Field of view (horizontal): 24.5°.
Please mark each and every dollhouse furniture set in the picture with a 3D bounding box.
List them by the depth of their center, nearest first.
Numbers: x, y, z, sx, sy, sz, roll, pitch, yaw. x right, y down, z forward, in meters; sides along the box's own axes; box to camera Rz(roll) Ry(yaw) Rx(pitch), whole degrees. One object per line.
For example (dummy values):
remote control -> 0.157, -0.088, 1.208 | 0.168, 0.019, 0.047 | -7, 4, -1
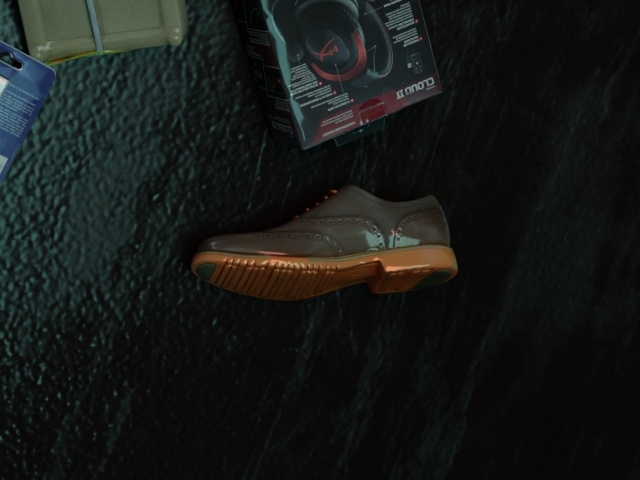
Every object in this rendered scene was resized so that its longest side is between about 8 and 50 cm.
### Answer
dollhouse furniture set -> -0.274, -0.381, 1.771 | 0.197, 0.151, 0.301 | -7, 124, -3

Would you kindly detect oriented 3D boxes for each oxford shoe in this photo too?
oxford shoe -> 0.000, 0.000, 1.984 | 0.363, 0.130, 0.133 | -1, 70, -19

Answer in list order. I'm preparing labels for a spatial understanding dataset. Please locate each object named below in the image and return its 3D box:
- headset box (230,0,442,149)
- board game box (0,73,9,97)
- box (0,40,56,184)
headset box -> 0.017, -0.267, 1.911 | 0.218, 0.110, 0.293 | -24, 111, -18
board game box -> -0.559, -0.130, 1.654 | 0.302, 0.086, 0.308 | 31, 88, -19
box -> -0.425, -0.135, 1.771 | 0.136, 0.036, 0.225 | 28, 90, -28
